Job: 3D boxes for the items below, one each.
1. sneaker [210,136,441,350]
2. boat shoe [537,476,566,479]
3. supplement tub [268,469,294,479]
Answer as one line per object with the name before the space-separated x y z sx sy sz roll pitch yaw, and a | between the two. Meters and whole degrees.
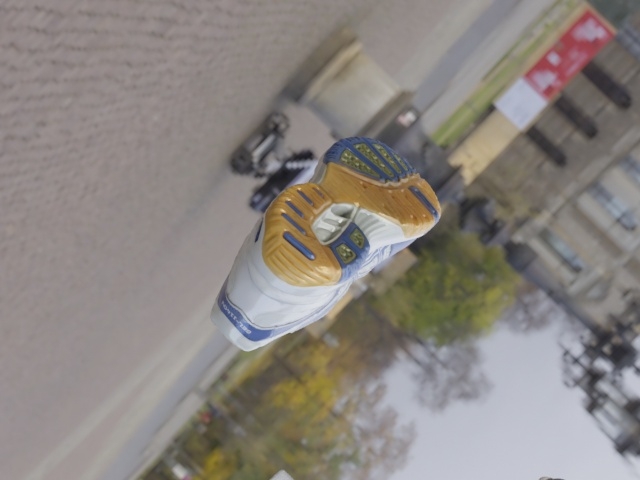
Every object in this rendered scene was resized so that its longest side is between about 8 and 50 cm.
sneaker | 0.000 0.000 1.119 0.131 0.112 0.296 -48 169 30
boat shoe | 0.269 0.361 1.164 0.096 0.335 0.112 -6 -161 33
supplement tub | 0.000 0.348 1.078 0.191 0.272 0.191 -43 173 -7
